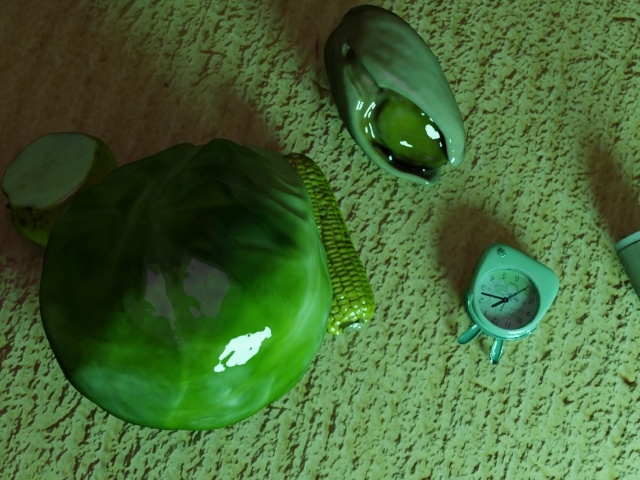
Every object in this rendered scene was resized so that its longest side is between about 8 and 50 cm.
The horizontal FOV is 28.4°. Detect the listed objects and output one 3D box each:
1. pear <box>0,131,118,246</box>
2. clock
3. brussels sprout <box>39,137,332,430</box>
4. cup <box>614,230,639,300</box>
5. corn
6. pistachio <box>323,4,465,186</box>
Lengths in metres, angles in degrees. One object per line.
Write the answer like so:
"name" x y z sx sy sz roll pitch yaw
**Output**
"pear" -0.290 -0.049 1.456 0.141 0.104 0.141 -10 46 11
"clock" 0.219 0.076 1.530 0.101 0.041 0.135 31 71 1
"brussels sprout" -0.131 0.040 1.366 0.289 0.281 0.355 4 48 10
"cup" 0.421 0.038 1.570 0.074 0.102 0.099 -26 76 23
"corn" 0.000 0.000 1.498 0.080 0.080 0.231 -16 75 -14
"pistachio" 0.092 -0.178 1.546 0.153 0.137 0.238 -12 72 -49
